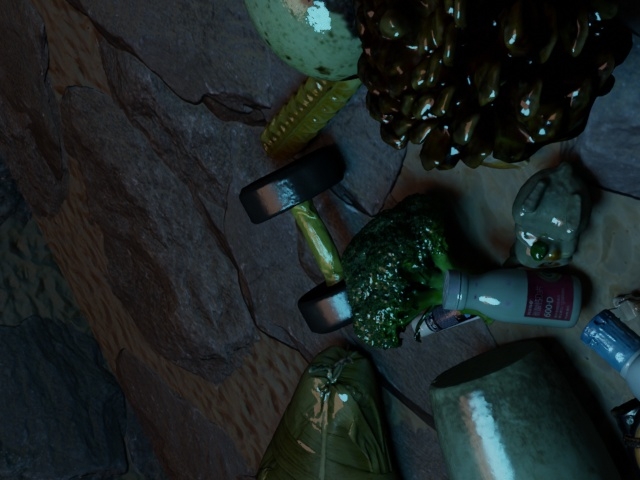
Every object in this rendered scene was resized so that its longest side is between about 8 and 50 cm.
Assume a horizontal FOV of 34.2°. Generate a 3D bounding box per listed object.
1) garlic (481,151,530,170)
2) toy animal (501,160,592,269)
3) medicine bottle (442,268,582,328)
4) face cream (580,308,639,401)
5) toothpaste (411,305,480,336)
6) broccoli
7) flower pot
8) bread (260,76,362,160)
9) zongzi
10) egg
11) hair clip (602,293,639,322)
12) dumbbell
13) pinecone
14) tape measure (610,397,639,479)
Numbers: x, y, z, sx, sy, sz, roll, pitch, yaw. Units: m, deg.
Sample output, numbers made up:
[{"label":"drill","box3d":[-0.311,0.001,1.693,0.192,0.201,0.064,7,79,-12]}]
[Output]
[{"label":"garlic","box3d":[0.244,-0.183,1.679,0.207,0.128,0.115,20,107,53]},{"label":"toy animal","box3d":[0.359,-0.011,1.666,0.125,0.127,0.251,53,164,21]},{"label":"medicine bottle","box3d":[0.311,0.090,1.705,0.217,0.090,0.090,6,133,-1]},{"label":"face cream","box3d":[0.511,0.227,1.467,0.337,0.080,0.163,44,178,25]},{"label":"toothpaste","box3d":[0.254,0.135,1.961,0.193,0.045,0.071,-32,91,44]},{"label":"broccoli","box3d":[0.175,0.076,1.838,0.297,0.297,0.297,23,137,11]},{"label":"flower pot","box3d":[0.348,0.364,1.812,0.294,0.294,0.330,-18,96,56]},{"label":"bread","box3d":[-0.020,-0.252,1.982,0.367,0.084,0.077,-41,40,55]},{"label":"zongzi","box3d":[0.140,0.455,2.303,0.467,0.218,0.499,25,127,3]},{"label":"egg","box3d":[0.012,-0.435,1.608,0.288,0.288,0.379,4,105,51]},{"label":"hair clip","box3d":[0.512,0.091,1.567,0.034,0.072,0.226,58,146,-4]},{"label":"dumbbell","box3d":[0.000,0.000,2.037,0.204,0.204,0.322,-18,101,56]},{"label":"pinecone","box3d":[0.223,-0.293,1.385,0.398,0.398,0.397,32,138,34]},{"label":"tape measure","box3d":[0.575,0.320,1.609,0.223,0.135,0.202,-30,83,51]}]
